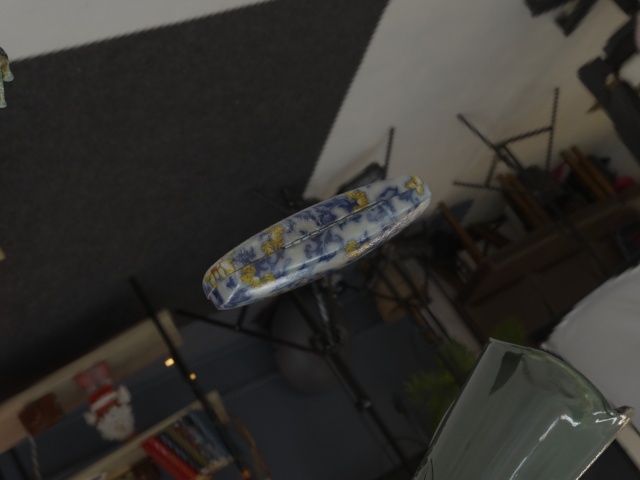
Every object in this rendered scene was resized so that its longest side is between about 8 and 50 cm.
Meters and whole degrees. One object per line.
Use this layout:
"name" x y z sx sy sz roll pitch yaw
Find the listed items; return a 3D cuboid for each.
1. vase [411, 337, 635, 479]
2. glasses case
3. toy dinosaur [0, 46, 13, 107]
"vase" 0.160 0.245 0.984 0.301 0.156 0.251 -56 -165 2
"glasses case" 0.000 0.000 0.935 0.248 0.065 0.087 -26 172 -28
"toy dinosaur" -0.320 -0.165 0.939 0.037 0.058 0.180 -16 180 -20
